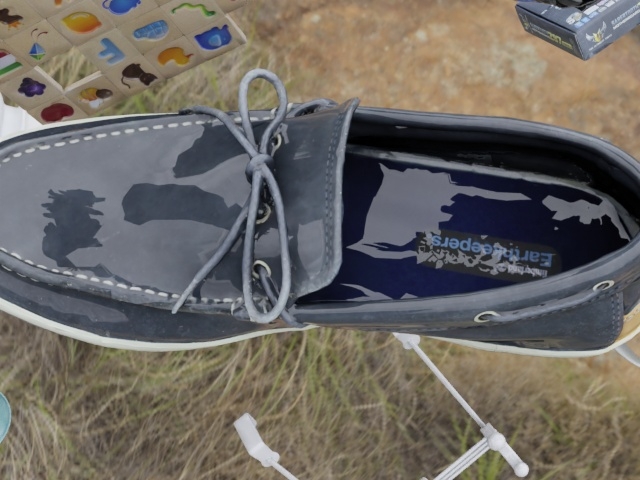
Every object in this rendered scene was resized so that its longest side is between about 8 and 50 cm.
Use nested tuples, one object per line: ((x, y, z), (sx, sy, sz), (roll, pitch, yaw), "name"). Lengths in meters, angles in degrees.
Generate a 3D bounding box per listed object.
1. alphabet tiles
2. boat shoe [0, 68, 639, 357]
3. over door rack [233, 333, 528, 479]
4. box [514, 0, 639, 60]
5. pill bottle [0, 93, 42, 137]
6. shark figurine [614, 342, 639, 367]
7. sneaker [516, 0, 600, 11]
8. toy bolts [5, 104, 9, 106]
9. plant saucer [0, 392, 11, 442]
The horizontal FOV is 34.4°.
((-0.171, -0.181, 0.809), (0.237, 0.198, 0.009), (-23, 58, 14), "alphabet tiles")
((-0.014, -0.018, 0.688), (0.501, 0.156, 0.186), (5, 67, 4), "boat shoe")
((0.087, 0.262, 1.242), (0.239, 0.108, 0.324), (-40, 120, 1), "over door rack")
((0.456, -0.396, 1.655), (0.233, 0.059, 0.183), (-34, 33, -3), "box")
((-0.404, -0.114, 1.109), (0.229, 0.131, 0.131), (10, 58, -23), "pill bottle")
((0.293, 0.035, 1.078), (0.166, 0.116, 0.278), (30, 14, -1), "shark figurine")
((0.195, -0.212, 0.726), (0.152, 0.058, 0.085), (-37, 43, -21), "sneaker")
((-0.489, -0.115, 1.558), (0.229, 0.158, 0.218), (20, 11, 26), "toy bolts")
((-0.432, 0.216, 1.235), (0.119, 0.119, 0.021), (-17, 33, -25), "plant saucer")
